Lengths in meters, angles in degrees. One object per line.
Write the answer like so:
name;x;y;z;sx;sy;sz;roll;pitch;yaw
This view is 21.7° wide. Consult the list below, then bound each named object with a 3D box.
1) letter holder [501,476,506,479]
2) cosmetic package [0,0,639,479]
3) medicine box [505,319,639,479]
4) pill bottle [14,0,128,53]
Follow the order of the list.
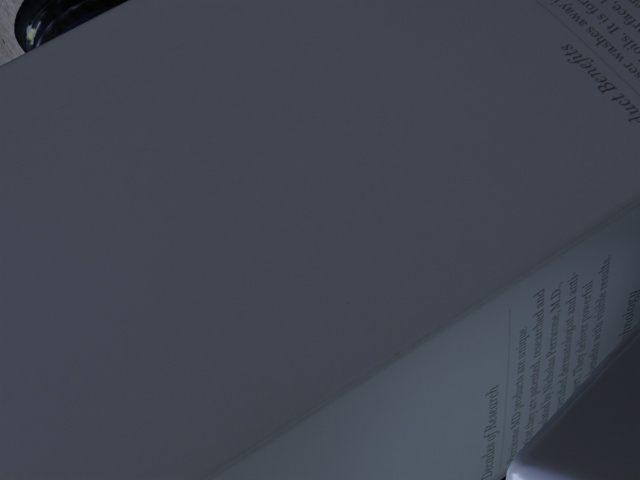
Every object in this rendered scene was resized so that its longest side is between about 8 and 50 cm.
letter holder;0.194;0.203;0.774;0.302;0.214;0.152;62;164;-9
cosmetic package;0.000;0.000;0.687;0.217;0.385;0.156;50;161;32
medicine box;0.196;0.199;0.586;0.263;0.149;0.289;22;127;26
pill bottle;-0.175;-0.134;1.456;0.219;0.123;0.123;49;161;31
